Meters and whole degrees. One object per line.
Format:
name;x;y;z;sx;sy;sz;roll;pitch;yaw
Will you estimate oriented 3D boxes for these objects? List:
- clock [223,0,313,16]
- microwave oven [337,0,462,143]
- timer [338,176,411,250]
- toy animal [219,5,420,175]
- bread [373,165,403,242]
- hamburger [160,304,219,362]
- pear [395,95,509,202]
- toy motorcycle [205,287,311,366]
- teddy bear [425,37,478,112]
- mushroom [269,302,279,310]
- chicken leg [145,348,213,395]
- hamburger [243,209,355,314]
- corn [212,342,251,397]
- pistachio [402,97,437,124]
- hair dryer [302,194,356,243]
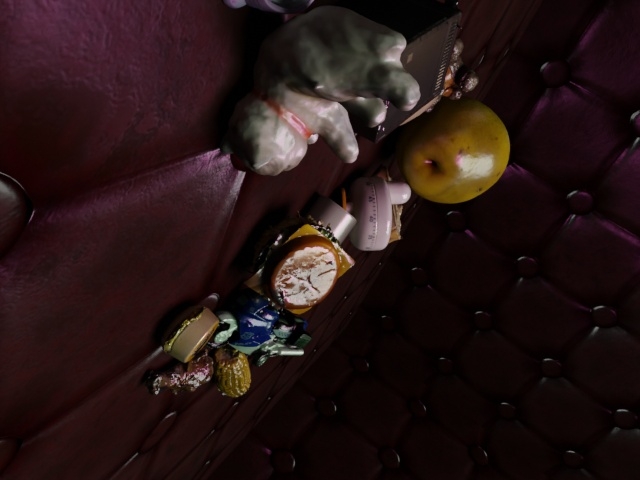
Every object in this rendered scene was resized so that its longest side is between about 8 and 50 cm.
clock;-0.053;-0.330;0.631;0.153;0.050;0.110;-30;152;-59
microwave oven;0.101;-0.324;0.887;0.247;0.188;0.178;-40;155;-33
timer;0.172;-0.086;1.556;0.233;0.240;0.233;178;-90;-84
toy animal;-0.024;-0.189;0.712;0.188;0.308;0.266;-25;132;-24
bread;0.240;-0.104;1.790;0.224;0.211;0.183;-49;159;1
hamburger;-0.277;0.191;1.062;0.126;0.081;0.141;-53;178;1
pear;0.424;-0.293;1.654;0.418;0.362;0.362;-40;160;-53
toy motorcycle;-0.160;0.225;1.343;0.196;0.125;0.331;-51;141;11
teddy bear;0.336;-0.468;1.455;0.190;0.140;0.177;-45;124;-2
mushroom;-0.136;0.187;1.498;0.126;0.085;0.109;-16;142;-53
chicken leg;-0.336;0.318;1.197;0.196;0.080;0.125;-23;136;-52
hamburger;-0.062;0.059;1.208;0.261;0.139;0.243;-46;131;1
corn;-0.264;0.395;1.523;0.115;0.115;0.317;-47;164;-28
pistachio;0.230;-0.382;1.294;0.223;0.126;0.152;-51;-159;-12
hair dryer;0.000;0.000;1.480;0.203;0.128;0.362;-54;174;-2
